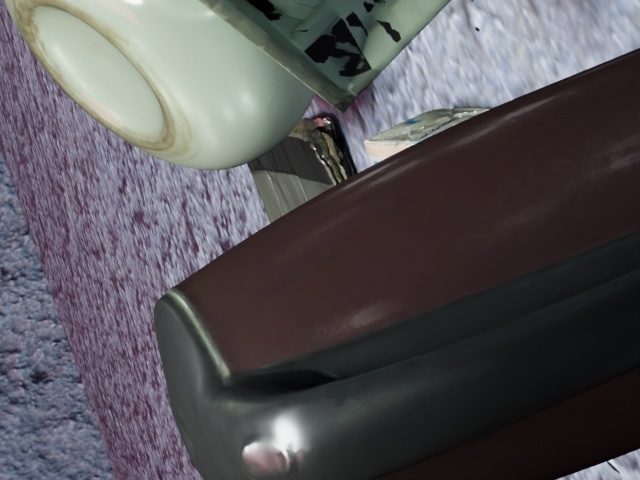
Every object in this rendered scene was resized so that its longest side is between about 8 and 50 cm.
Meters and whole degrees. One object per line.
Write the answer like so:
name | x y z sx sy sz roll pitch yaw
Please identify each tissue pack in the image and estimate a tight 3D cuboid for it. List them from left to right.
tissue pack | 0.067 -0.017 0.914 0.074 0.059 0.094 15 126 69

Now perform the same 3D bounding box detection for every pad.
pad | 0.001 0.000 1.261 0.174 0.022 0.233 69 167 -7

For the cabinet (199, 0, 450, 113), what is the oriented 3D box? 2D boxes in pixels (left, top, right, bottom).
cabinet | -0.021 -0.184 0.718 0.150 0.145 0.206 34 -165 -47

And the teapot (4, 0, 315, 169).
teapot | -0.055 -0.148 1.001 0.220 0.149 0.318 51 156 -26

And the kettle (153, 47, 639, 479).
kettle | 0.063 0.034 0.660 0.144 0.232 0.202 70 165 -12
